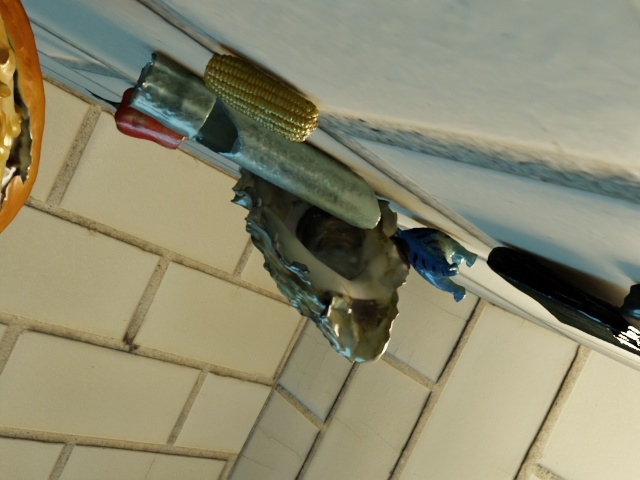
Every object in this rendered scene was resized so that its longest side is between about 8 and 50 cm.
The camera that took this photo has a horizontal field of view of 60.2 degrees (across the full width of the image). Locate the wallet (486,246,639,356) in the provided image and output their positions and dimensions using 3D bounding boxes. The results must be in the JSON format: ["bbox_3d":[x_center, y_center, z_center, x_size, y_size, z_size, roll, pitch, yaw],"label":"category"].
[{"bbox_3d":[0.338,0.091,0.693,0.172,0.045,0.318,31,-177,43],"label":"wallet"}]

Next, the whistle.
[{"bbox_3d":[-0.055,-0.097,0.612,0.312,0.062,0.062,26,180,-29],"label":"whistle"}]

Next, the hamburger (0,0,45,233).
[{"bbox_3d":[-0.320,-0.085,0.277,0.330,0.330,0.250,27,-173,-22],"label":"hamburger"}]

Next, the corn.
[{"bbox_3d":[-0.043,-0.105,0.408,0.092,0.037,0.037,29,179,-19],"label":"corn"}]

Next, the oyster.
[{"bbox_3d":[-0.001,0.001,0.729,0.238,0.114,0.351,0,-131,-35],"label":"oyster"}]

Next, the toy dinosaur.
[{"bbox_3d":[0.167,0.020,0.819,0.144,0.076,0.329,34,-172,-21],"label":"toy dinosaur"}]

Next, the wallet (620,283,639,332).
[{"bbox_3d":[0.365,0.104,0.432,0.149,0.044,0.250,31,178,-34],"label":"wallet"}]

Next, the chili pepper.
[{"bbox_3d":[-0.307,-0.215,0.941,0.192,0.084,0.086,24,148,-11],"label":"chili pepper"}]
